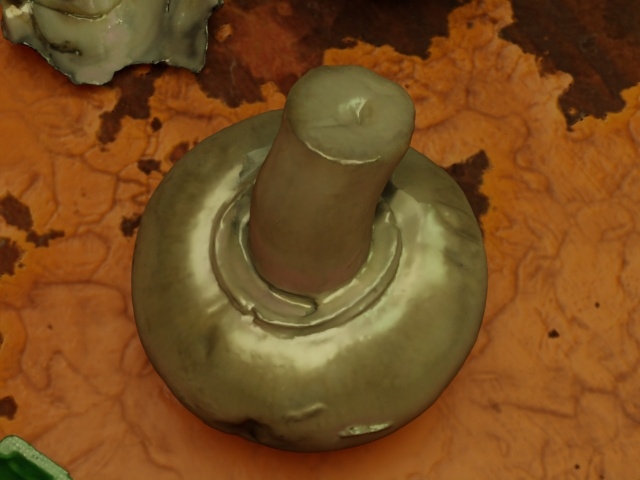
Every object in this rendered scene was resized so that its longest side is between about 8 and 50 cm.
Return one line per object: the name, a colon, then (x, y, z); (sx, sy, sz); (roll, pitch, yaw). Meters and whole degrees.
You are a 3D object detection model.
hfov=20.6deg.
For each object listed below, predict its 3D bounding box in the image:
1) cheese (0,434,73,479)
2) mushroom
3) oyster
cheese: (-0.337, 0.312, 1.520); (0.204, 0.083, 0.320); (34, 72, 8)
mushroom: (-0.004, 0.001, 1.551); (0.315, 0.315, 0.356); (14, 106, 4)
oyster: (-0.221, -0.283, 1.719); (0.275, 0.100, 0.271); (19, 74, -8)
